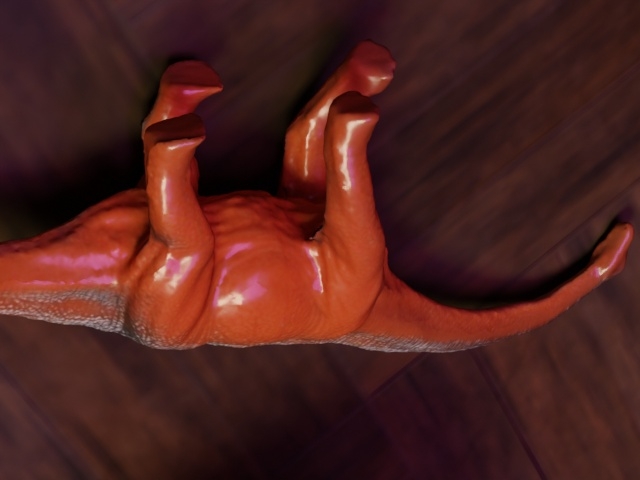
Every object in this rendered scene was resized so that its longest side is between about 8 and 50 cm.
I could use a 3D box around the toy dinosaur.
[{"bbox_3d":[-0.003,-0.004,0.448,0.279,0.055,0.101,-4,127,-31],"label":"toy dinosaur"}]
